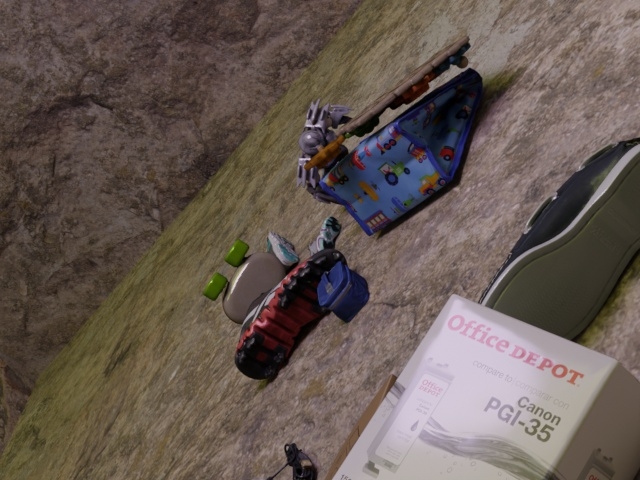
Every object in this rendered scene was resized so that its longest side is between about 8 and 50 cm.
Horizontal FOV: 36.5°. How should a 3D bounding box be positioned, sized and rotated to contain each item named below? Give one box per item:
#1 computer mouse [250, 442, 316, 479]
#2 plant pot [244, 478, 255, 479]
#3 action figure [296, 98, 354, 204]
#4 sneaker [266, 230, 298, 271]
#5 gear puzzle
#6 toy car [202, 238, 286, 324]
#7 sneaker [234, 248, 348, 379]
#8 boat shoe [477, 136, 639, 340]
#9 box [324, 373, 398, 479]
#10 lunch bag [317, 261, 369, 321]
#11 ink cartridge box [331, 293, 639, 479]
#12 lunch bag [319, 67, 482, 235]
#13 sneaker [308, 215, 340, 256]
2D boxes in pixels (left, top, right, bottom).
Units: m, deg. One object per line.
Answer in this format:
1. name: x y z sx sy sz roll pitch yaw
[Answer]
1. computer mouse: -0.089 0.367 1.361 0.193 0.042 0.106 -38 20 -12
2. plant pot: -0.157 0.454 1.439 0.236 0.032 0.236 -48 18 21
3. action figure: 0.025 -0.151 1.799 0.185 0.099 0.285 -70 -19 -7
4. sneaker: -0.097 0.034 2.057 0.076 0.065 0.166 -55 15 10
5. gear puzzle: 0.110 -0.216 1.621 0.339 0.044 0.175 -39 7 -8
6. toy car: -0.141 0.100 1.918 0.149 0.155 0.188 -58 5 -13
7. sneaker: -0.057 0.113 1.724 0.276 0.098 0.135 -52 19 12
8. boat shoe: 0.269 0.012 1.052 0.302 0.114 0.091 -42 17 -3
9. box: 0.033 0.272 1.170 0.164 0.021 0.201 -59 -2 29
10. lunch bag: 0.033 0.080 1.607 0.067 0.065 0.098 -50 18 13
11. ink cartridge box: 0.140 0.212 0.871 0.207 0.117 0.283 22 75 50
12. lunch bag: 0.167 -0.178 1.706 0.221 0.138 0.293 -36 12 45
13. sneaker: 0.000 0.000 1.898 0.069 0.038 0.098 -37 23 42
